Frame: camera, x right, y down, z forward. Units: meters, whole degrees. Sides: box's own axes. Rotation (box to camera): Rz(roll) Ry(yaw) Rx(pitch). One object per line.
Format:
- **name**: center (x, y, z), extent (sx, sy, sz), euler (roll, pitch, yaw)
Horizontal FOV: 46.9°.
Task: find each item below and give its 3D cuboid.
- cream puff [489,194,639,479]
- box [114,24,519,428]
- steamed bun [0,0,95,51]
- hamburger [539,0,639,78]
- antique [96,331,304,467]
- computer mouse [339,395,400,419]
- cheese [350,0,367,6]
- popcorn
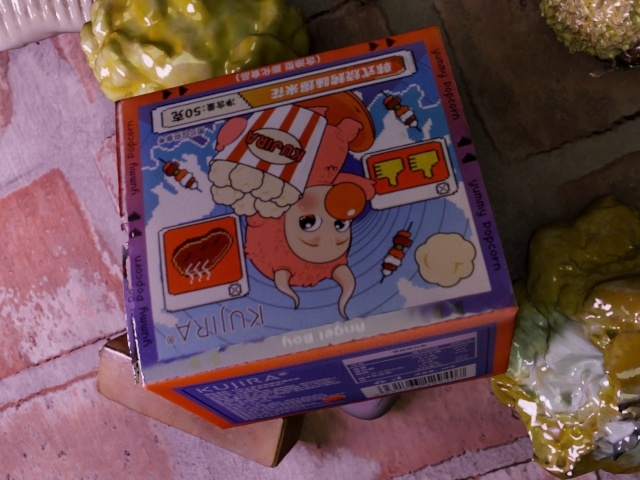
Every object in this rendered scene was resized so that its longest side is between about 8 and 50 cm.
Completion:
- **cream puff**: center (0.348, 0.096, 0.805), extent (0.274, 0.270, 0.323), euler (1, 145, -12)
- **box**: center (0.000, 0.000, 0.792), extent (0.348, 0.257, 0.319), euler (-12, 67, 7)
- **steamed bun**: center (-0.408, -0.435, 0.944), extent (0.367, 0.255, 0.342), euler (-14, 133, -1)
- **hamburger**: center (0.314, -0.284, 0.737), extent (0.138, 0.261, 0.243), euler (1, 106, -21)
- **antique**: center (-0.180, 0.226, 1.093), extent (0.309, 0.093, 0.087), euler (17, 106, 16)
- **computer mouse**: center (0.082, 0.139, 1.001), extent (0.120, 0.057, 0.232), euler (31, 112, 12)
- **cheese**: center (0.009, -0.376, 0.905), extent (0.167, 0.094, 0.123), euler (34, 120, 15)
- **popcorn**: center (-0.160, -0.232, 0.917), extent (0.250, 0.235, 0.242), euler (30, 108, -10)
